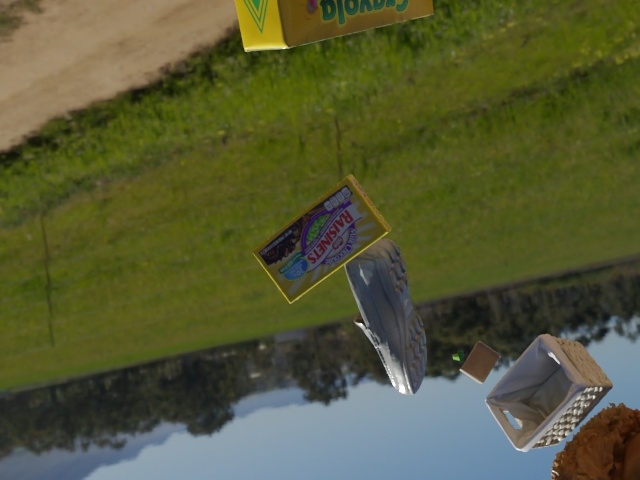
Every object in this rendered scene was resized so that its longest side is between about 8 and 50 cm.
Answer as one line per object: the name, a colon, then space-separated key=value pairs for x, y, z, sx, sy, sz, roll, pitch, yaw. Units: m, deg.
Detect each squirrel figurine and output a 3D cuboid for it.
squirrel figurine: x=0.545 y=0.316 z=1.448 sx=0.397 sy=0.281 sz=0.370 roll=-11 pitch=-156 yaw=23

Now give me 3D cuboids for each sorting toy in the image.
sorting toy: x=0.265 y=0.203 z=1.600 sx=0.083 sy=0.062 sz=0.012 roll=34 pitch=-179 yaw=-25

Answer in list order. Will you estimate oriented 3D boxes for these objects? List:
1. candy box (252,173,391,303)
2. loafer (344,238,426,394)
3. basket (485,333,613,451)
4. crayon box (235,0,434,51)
candy box: x=0.000 y=0.000 z=1.426 sx=0.206 sy=0.105 sz=0.027 roll=-38 pitch=180 yaw=24
loafer: x=0.121 y=0.145 z=1.746 sx=0.111 sy=0.320 sz=0.112 roll=-5 pitch=-160 yaw=29
basket: x=0.369 y=0.246 z=1.496 sx=0.103 sy=0.113 sz=0.167 roll=7 pitch=128 yaw=-39
crayon box: x=0.014 y=-0.474 z=1.419 sx=0.106 sy=0.313 sz=0.363 roll=3 pitch=-160 yaw=44
